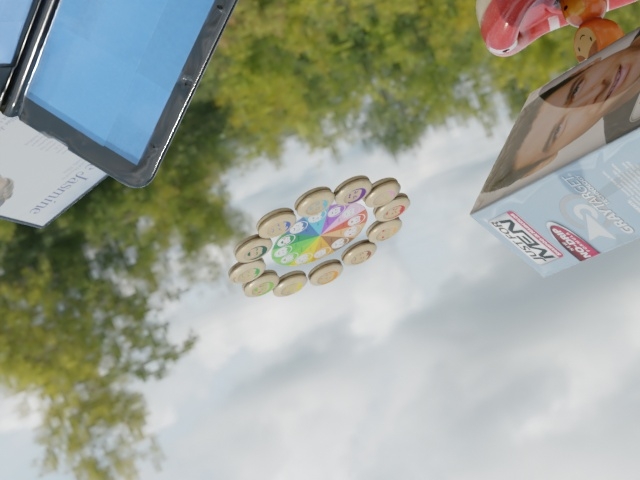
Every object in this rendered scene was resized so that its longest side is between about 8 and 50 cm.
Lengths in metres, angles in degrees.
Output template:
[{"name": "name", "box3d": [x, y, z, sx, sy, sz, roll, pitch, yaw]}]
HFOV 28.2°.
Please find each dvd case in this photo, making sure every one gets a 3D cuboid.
[{"name": "dvd case", "box3d": [-0.341, -0.090, 1.467, 0.180, 0.022, 0.253, -37, 157, 17]}]

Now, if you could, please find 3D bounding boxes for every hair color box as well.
[{"name": "hair color box", "box3d": [0.319, -0.113, 1.206, 0.374, 0.114, 0.185, -31, -156, 56]}]

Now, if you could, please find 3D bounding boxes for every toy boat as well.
[{"name": "toy boat", "box3d": [0.295, -0.259, 1.433, 0.231, 0.151, 0.151, -19, 164, 6]}]

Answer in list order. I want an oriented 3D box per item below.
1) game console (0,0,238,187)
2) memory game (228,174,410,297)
[{"name": "game console", "box3d": [-0.250, -0.190, 1.164, 0.250, 0.173, 0.293, -10, 141, -44]}, {"name": "memory game", "box3d": [0.000, 0.000, 1.180, 0.186, 0.012, 0.186, -22, 154, -11]}]
